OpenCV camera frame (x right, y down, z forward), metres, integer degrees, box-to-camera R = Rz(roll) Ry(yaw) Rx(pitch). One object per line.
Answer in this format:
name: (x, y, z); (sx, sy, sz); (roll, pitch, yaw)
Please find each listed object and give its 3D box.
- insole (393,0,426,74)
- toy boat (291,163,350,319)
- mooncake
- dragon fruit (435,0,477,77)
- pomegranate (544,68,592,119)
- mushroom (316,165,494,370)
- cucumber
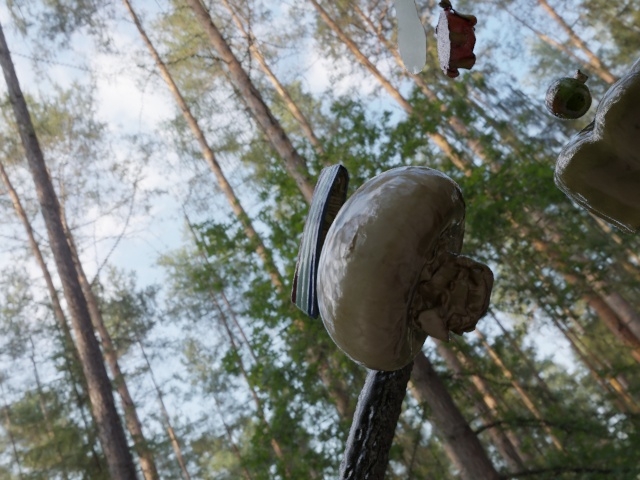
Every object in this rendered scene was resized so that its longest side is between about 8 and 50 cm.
insole: (0.155, -0.381, 1.208); (0.004, 0.197, 0.065); (5, -22, -37)
toy boat: (0.000, 0.000, 1.002); (0.080, 0.046, 0.229); (36, -115, -68)
mooncake: (0.759, -0.246, 1.584); (0.467, 0.262, 0.467); (-47, -16, -18)
dragon fruit: (0.248, -0.358, 1.228); (0.068, 0.126, 0.112); (-6, -20, -2)
pomegranate: (0.678, -0.392, 1.869); (0.130, 0.130, 0.130); (-22, -38, -18)
mushroom: (0.095, 0.032, 0.739); (0.226, 0.178, 0.226); (-37, -48, -56)
cucumber: (0.087, 0.264, 1.038); (0.072, 0.072, 0.300); (60, -137, -54)
